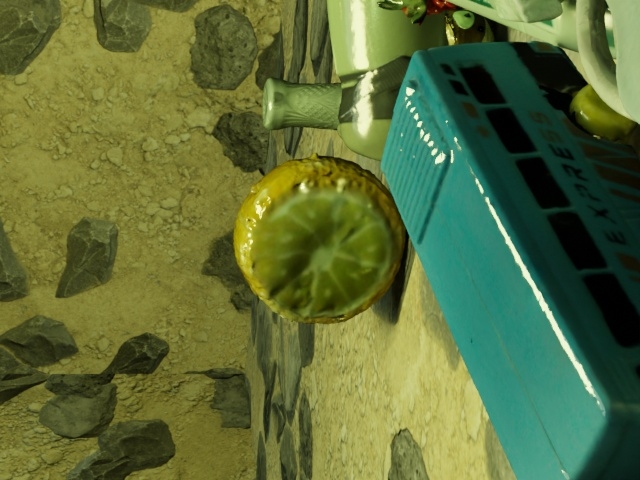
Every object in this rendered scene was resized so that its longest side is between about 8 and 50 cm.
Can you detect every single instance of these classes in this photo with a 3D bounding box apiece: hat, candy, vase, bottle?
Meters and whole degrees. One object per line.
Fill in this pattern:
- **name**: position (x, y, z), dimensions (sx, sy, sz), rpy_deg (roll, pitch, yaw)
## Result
- **hat**: position (0.172, -0.222, 1.103), dimensions (0.077, 0.059, 0.076), rpy_deg (-98, -3, -64)
- **candy**: position (0.000, 0.000, 1.463), dimensions (0.118, 0.260, 0.259), rpy_deg (-130, 43, -67)
- **vase**: position (0.028, -0.194, 1.428), dimensions (0.096, 0.219, 0.096), rpy_deg (180, 90, -80)
- **bottle**: position (0.091, -0.269, 1.274), dimensions (0.168, 0.169, 0.346), rpy_deg (-162, 69, -79)

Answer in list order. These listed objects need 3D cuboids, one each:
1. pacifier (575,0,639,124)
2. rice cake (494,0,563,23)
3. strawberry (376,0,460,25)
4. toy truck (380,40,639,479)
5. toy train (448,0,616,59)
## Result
- **pacifier**: position (0.175, -0.197, 0.575), dimensions (0.244, 0.233, 0.299), rpy_deg (126, 147, -47)
- **rice cake**: position (0.205, -0.322, 0.728), dimensions (0.066, 0.063, 0.336), rpy_deg (-132, 58, -74)
- **strawberry**: position (0.129, -0.338, 1.148), dimensions (0.085, 0.140, 0.192), rpy_deg (105, 161, -82)
- **toy truck**: position (0.173, 0.019, 0.707), dimensions (0.161, 0.162, 0.385), rpy_deg (104, 155, -45)
- **toy train**: position (0.197, -0.230, 0.885), dimensions (0.407, 0.088, 0.086), rpy_deg (-118, 32, -67)
